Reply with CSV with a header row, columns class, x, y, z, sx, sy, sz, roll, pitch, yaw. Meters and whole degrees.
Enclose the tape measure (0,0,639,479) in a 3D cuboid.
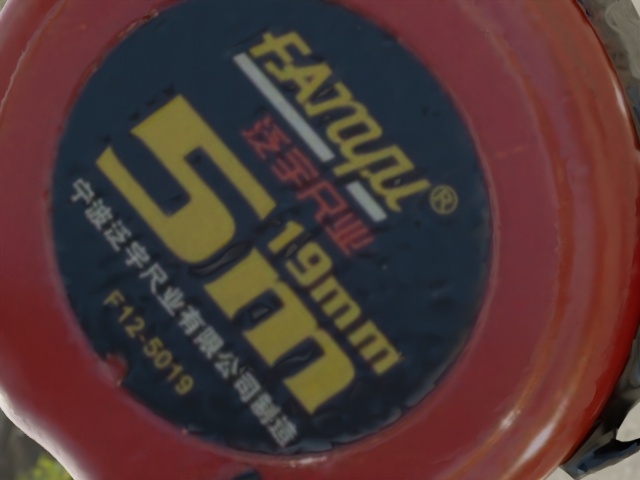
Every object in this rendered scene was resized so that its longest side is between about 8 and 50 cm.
class,x,y,z,sx,sy,sz,roll,pitch,yaw
tape measure,0.000,-0.001,0.593,0.260,0.253,0.114,-42,-6,21
